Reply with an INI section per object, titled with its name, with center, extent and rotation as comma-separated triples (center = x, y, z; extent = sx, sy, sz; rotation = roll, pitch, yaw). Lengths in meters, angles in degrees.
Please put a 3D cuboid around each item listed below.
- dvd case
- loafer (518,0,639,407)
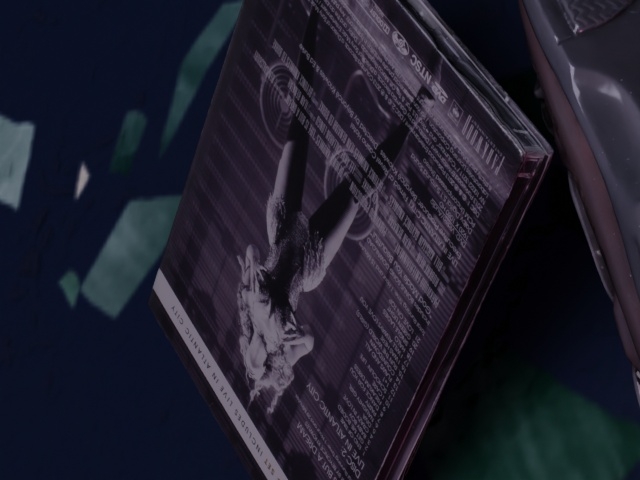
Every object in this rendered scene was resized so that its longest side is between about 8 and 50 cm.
[dvd case]
center = 0.000, 0.000, 0.676
extent = 0.164, 0.018, 0.221
rotation = 55, 139, 36
[loafer]
center = 0.113, -0.033, 0.585
extent = 0.095, 0.109, 0.303
rotation = 104, 163, -52
